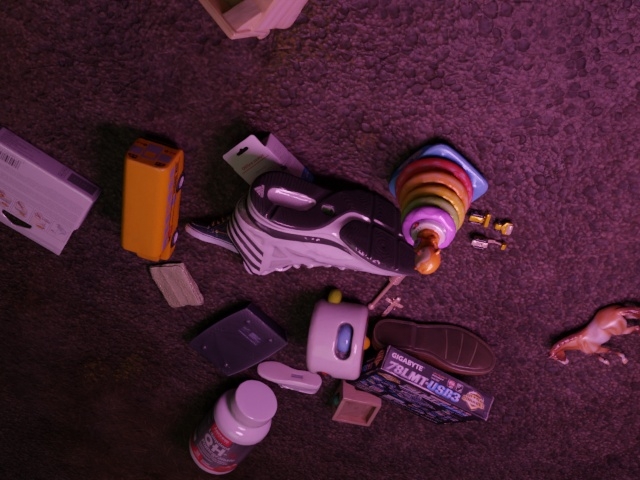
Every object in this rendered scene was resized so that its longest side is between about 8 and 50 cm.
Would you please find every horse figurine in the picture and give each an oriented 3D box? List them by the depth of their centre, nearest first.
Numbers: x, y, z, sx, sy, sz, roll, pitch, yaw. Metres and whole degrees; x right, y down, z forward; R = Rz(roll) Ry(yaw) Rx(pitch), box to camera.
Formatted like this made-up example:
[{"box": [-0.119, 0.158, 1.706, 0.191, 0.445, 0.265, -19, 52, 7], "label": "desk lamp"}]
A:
[{"box": [0.676, 0.220, 1.675, 0.175, 0.066, 0.263, 25, 133, -14], "label": "horse figurine"}]

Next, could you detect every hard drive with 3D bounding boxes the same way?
[{"box": [-0.223, 0.267, 1.954, 0.255, 0.054, 0.172, -33, 114, 34], "label": "hard drive"}]

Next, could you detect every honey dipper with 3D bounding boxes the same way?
[{"box": [0.159, 0.122, 1.755, 0.031, 0.030, 0.160, 27, 134, -8], "label": "honey dipper"}]

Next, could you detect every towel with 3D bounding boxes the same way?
[{"box": [-0.381, 0.119, 1.892, 0.110, 0.027, 0.148, -8, 126, 21], "label": "towel"}]

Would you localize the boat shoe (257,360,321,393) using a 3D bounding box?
[{"box": [-0.090, 0.391, 2.021, 0.184, 0.066, 0.063, 10, 130, -6], "label": "boat shoe"}]

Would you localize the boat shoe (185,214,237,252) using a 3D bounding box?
[{"box": [-0.233, -0.033, 1.715, 0.184, 0.065, 0.083, 19, 104, 15], "label": "boat shoe"}]

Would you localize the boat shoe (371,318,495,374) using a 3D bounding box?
[{"box": [0.282, 0.272, 1.804, 0.308, 0.110, 0.104, 16, 151, 10], "label": "boat shoe"}]

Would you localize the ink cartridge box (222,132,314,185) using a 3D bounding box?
[{"box": [-0.113, -0.160, 1.572, 0.104, 0.060, 0.180, -30, 116, 33], "label": "ink cartridge box"}]

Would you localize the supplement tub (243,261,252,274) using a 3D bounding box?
[{"box": [-0.125, 0.040, 1.733, 0.107, 0.071, 0.071, -13, 124, 25], "label": "supplement tub"}]

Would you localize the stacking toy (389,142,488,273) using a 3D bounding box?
[{"box": [0.219, -0.039, 1.426, 0.166, 0.301, 0.175, 38, 128, -17], "label": "stacking toy"}]

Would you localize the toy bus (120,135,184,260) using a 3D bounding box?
[{"box": [-0.393, -0.079, 1.666, 0.108, 0.130, 0.332, 17, 130, 1], "label": "toy bus"}]

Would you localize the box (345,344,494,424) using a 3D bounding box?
[{"box": [0.243, 0.378, 1.831, 0.296, 0.073, 0.293, 26, 157, -6], "label": "box"}]

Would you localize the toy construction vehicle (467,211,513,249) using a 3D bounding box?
[{"box": [0.369, -0.023, 1.581, 0.098, 0.035, 0.085, 10, 119, 3], "label": "toy construction vehicle"}]

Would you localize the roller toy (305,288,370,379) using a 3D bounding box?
[{"box": [0.050, 0.247, 1.776, 0.147, 0.191, 0.209, 8, 130, 7], "label": "roller toy"}]

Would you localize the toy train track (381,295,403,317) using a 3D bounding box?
[{"box": [0.176, 0.170, 1.797, 0.048, 0.014, 0.083, 28, 130, -8], "label": "toy train track"}]

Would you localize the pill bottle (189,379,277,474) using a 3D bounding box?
[{"box": [-0.252, 0.544, 2.108, 0.176, 0.176, 0.318, 29, 129, -9], "label": "pill bottle"}]

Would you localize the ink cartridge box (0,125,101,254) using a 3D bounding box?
[{"box": [-0.711, -0.115, 1.768, 0.275, 0.060, 0.239, 34, 130, -14], "label": "ink cartridge box"}]

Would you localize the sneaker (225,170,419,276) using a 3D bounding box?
[{"box": [0.000, -0.001, 1.613, 0.448, 0.169, 0.257, 20, 149, -23], "label": "sneaker"}]

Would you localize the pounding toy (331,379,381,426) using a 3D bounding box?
[{"box": [0.087, 0.429, 1.992, 0.141, 0.100, 0.130, 13, 132, -10], "label": "pounding toy"}]

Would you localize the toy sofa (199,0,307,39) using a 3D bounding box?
[{"box": [-0.056, -0.524, 1.226, 0.150, 0.177, 0.362, 51, 127, 5], "label": "toy sofa"}]
